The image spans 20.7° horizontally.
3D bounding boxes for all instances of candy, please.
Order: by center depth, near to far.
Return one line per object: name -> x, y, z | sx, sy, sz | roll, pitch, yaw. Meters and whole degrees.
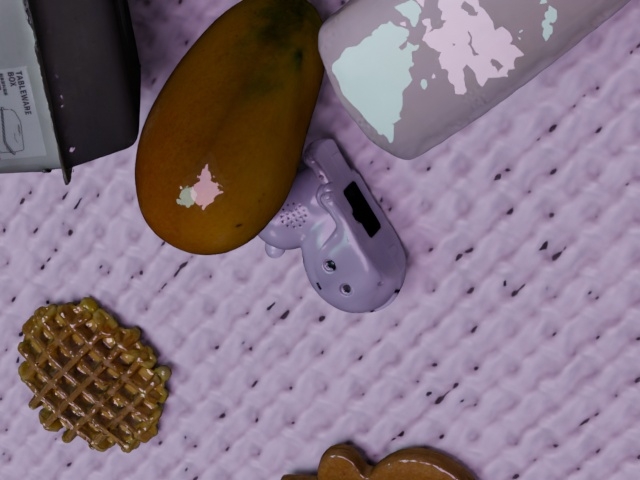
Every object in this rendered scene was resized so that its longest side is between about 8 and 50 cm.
candy -> 0.178, -0.234, 1.435 | 0.358, 0.208, 0.145 | -37, 95, 33

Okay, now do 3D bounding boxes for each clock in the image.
clock -> 0.000, 0.000, 1.699 | 0.117, 0.080, 0.176 | -27, 100, 31

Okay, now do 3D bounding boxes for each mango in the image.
mango -> -0.084, -0.109, 1.628 | 0.175, 0.139, 0.254 | 13, 78, 51

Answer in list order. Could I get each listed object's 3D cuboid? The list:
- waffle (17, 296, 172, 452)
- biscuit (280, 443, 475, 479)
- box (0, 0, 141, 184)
waffle -> -0.251, 0.150, 1.906 | 0.191, 0.038, 0.191 | 10, 118, 19
biscuit -> 0.071, 0.289, 1.833 | 0.249, 0.035, 0.184 | -16, 107, 28
box -> -0.266, -0.215, 1.622 | 0.166, 0.220, 0.290 | -8, 120, 0
